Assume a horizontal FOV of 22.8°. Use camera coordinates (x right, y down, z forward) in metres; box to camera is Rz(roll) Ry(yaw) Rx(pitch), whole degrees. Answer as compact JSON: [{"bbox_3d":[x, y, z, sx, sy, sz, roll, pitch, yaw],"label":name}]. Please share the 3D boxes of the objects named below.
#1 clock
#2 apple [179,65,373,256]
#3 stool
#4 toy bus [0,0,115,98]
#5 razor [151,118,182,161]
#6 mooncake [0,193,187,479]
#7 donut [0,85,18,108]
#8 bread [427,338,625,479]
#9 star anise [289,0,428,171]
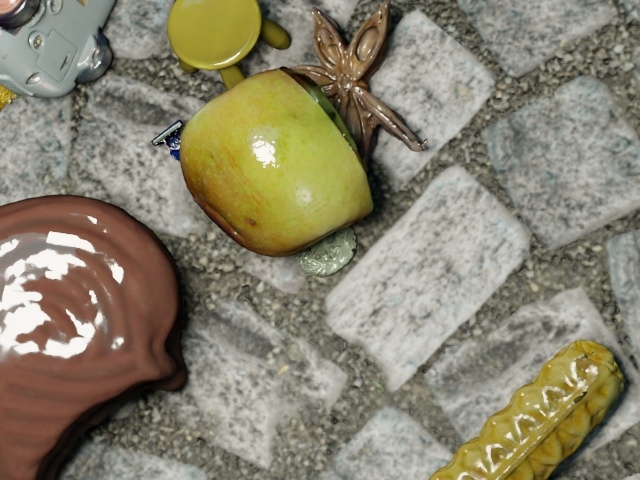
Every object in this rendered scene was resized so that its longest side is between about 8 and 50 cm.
[{"bbox_3d":[0.000,0.000,1.797,0.074,0.010,0.083,-39,71,2],"label":"clock"},{"bbox_3d":[-0.048,-0.078,1.723,0.207,0.174,0.188,-39,76,38],"label":"apple"},{"bbox_3d":[-0.109,-0.232,1.829,0.135,0.110,0.134,-14,75,8],"label":"stool"},{"bbox_3d":[-0.358,-0.323,1.873,0.232,0.194,0.287,17,81,24],"label":"toy bus"},{"bbox_3d":[-0.136,-0.071,1.836,0.044,0.028,0.154,-39,70,2],"label":"razor"},{"bbox_3d":[-0.310,0.117,1.732,0.326,0.174,0.333,-4,85,-1],"label":"mooncake"},{"bbox_3d":[-0.406,-0.156,1.916,0.083,0.038,0.067,-19,69,9],"label":"donut"},{"bbox_3d":[0.176,0.247,1.660,0.367,0.084,0.077,-45,28,-2],"label":"bread"},{"bbox_3d":[0.023,-0.171,1.812,0.172,0.063,0.208,-16,79,15],"label":"star anise"}]
